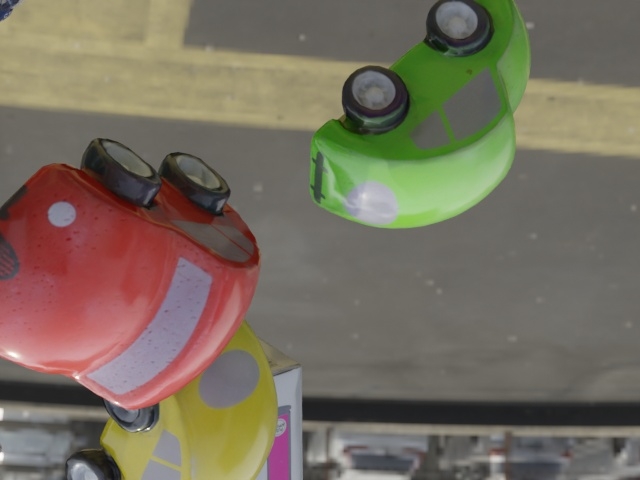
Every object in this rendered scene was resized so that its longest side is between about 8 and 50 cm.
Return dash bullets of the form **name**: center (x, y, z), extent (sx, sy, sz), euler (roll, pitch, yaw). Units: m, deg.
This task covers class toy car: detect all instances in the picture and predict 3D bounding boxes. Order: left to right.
- **toy car**: center (0.000, 0.000, 0.448), extent (0.053, 0.225, 0.239), euler (42, 161, 17)

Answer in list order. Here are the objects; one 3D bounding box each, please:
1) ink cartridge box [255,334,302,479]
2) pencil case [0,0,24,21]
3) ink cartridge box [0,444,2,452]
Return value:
- **ink cartridge box**: center (-0.086, 0.261, 1.366), extent (0.069, 0.370, 0.176), euler (-16, -154, -31)
- **pencil case**: center (-0.093, -0.282, 0.842), extent (0.410, 0.183, 0.160), euler (-23, 130, 21)
- **ink cartridge box**: center (-0.403, 0.228, 1.021), extent (0.207, 0.283, 0.117), euler (32, -167, 0)
